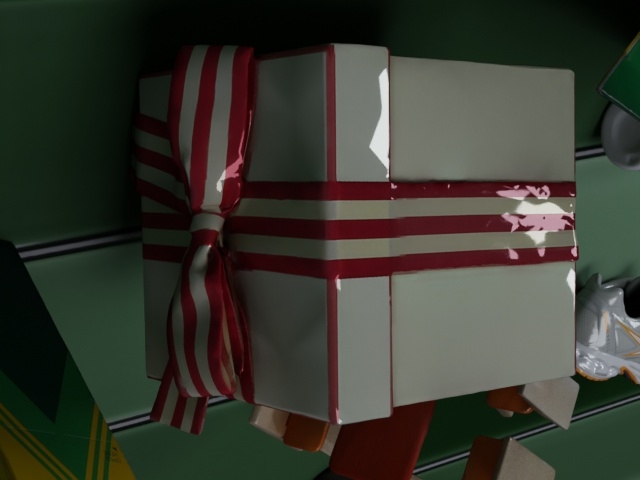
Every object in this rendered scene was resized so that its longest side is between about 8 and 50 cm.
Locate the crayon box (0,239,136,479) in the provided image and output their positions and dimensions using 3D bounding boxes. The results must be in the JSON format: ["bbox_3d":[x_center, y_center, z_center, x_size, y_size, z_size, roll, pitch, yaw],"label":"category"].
[{"bbox_3d":[-0.287,0.220,0.778,0.106,0.313,0.363,20,114,-46],"label":"crayon box"}]

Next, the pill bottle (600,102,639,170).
[{"bbox_3d":[0.351,-0.106,1.147,0.137,0.078,0.078,-1,127,-37],"label":"pill bottle"}]

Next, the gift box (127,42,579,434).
[{"bbox_3d":[0.000,0.000,0.816,0.258,0.276,0.255,-3,88,-39],"label":"gift box"}]

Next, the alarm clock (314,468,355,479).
[{"bbox_3d":[0.025,0.317,1.308,0.192,0.064,0.129,-36,140,1],"label":"alarm clock"}]

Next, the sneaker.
[{"bbox_3d":[0.378,0.103,1.353,0.262,0.099,0.121,11,115,-44],"label":"sneaker"}]

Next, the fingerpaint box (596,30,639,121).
[{"bbox_3d":[0.442,-0.256,0.882,0.444,0.163,0.371,-55,166,22],"label":"fingerpaint box"}]

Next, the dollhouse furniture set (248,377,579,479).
[{"bbox_3d":[0.082,0.089,1.012,0.135,0.262,0.259,40,64,-48],"label":"dollhouse furniture set"}]
